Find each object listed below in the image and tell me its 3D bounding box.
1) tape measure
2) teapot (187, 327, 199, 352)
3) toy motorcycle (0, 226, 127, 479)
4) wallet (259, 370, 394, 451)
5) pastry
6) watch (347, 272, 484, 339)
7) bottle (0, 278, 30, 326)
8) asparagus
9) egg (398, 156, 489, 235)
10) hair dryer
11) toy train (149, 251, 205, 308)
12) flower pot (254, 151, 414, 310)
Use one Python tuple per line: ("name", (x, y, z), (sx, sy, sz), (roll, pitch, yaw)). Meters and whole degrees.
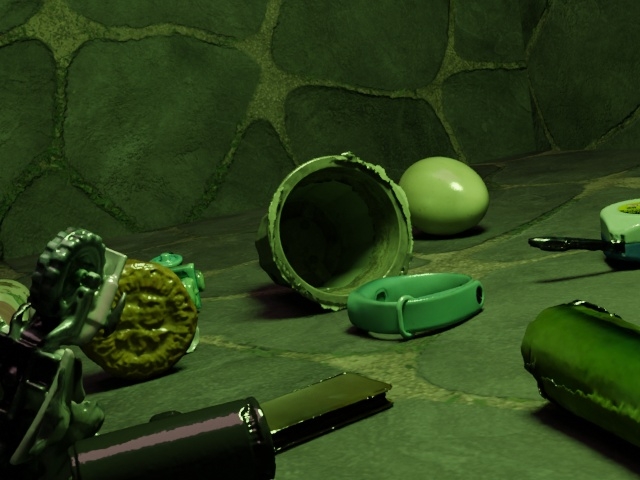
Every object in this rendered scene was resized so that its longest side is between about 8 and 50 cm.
("tape measure", (0.542, -0.010, 1.716), (0.352, 0.097, 0.215), (-5, 11, 6))
("teapot", (-0.241, 0.163, 1.561), (0.064, 0.064, 0.083), (6, 48, 33))
("toy motorcycle", (-0.292, 0.148, 1.015), (0.143, 0.326, 0.188), (19, -5, 15))
("wallet", (-0.015, 0.203, 1.141), (0.198, 0.031, 0.110), (-14, 11, -34))
("pastry", (-0.283, 0.120, 1.449), (0.189, 0.188, 0.103), (-13, 13, -24))
("watch", (0.150, 0.102, 1.533), (0.195, 0.068, 0.237), (-1, 8, 29))
("bottle", (-0.605, 0.150, 1.788), (0.121, 0.120, 0.253), (-11, 11, -11))
("asparagus", (0.326, 0.148, 0.918), (0.129, 0.108, 0.382), (-17, 12, -13))
("egg", (0.293, -0.104, 2.274), (0.189, 0.188, 0.254), (-15, 16, -33))
("hair dryer", (-0.165, 0.227, 1.045), (0.197, 0.089, 0.251), (-13, 0, -12))
("toy train", (-0.373, 0.111, 1.833), (0.298, 0.120, 0.194), (-9, 16, -2))
("flower pot", (0.000, 0.000, 1.807), (0.291, 0.290, 0.259), (-13, -3, -23))
